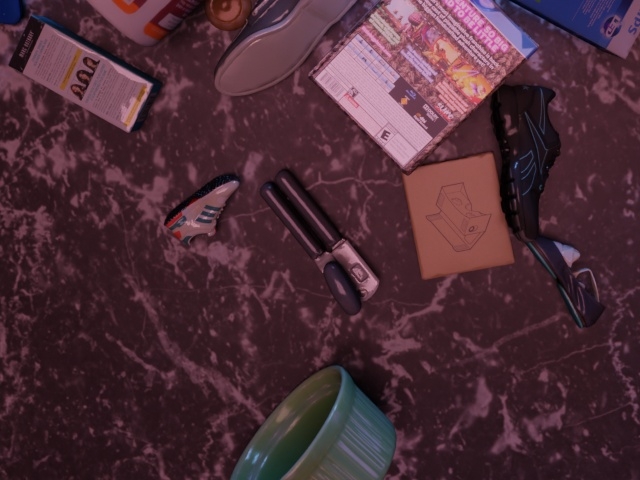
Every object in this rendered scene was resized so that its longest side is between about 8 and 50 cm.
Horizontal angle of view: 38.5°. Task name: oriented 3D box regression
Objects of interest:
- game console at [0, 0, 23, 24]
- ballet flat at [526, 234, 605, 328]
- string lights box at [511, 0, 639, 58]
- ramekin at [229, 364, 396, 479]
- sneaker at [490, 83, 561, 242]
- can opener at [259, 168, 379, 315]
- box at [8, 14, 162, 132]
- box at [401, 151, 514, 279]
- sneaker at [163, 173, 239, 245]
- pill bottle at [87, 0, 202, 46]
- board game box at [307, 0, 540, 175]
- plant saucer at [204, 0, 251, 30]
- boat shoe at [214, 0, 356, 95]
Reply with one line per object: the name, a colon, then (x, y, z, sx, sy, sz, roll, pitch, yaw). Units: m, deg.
game console: (-0.636, -0.549, 1.599, 0.293, 0.173, 0.250, 14, 134, 4)
ballet flat: (0.426, 0.055, 1.581, 0.074, 0.074, 0.203, -33, 97, 12)
string lights box: (0.397, -0.402, 1.440, 0.260, 0.077, 0.133, 22, 104, -20)
ramekin: (-0.009, 0.379, 1.585, 0.148, 0.303, 0.303, 42, 103, -11)
sneaker: (0.351, -0.131, 1.524, 0.106, 0.101, 0.267, -5, 91, -3)
can opener: (0.000, 0.000, 1.611, 0.074, 0.093, 0.280, -37, 91, 13)
box: (-0.411, -0.291, 1.607, 0.244, 0.060, 0.100, 30, 103, 0)
box: (0.240, -0.043, 1.605, 0.164, 0.021, 0.201, -11, 99, 8)
sneaker: (-0.199, -0.053, 1.643, 0.161, 0.057, 0.075, -34, 113, 11)
pill bottle: (-0.208, -0.517, 1.455, 0.392, 0.224, 0.224, -40, 95, 12)
board game box: (0.165, -0.293, 1.500, 0.232, 0.141, 0.291, 45, 103, -4)
plant saucer: (-0.161, -0.403, 1.579, 0.083, 0.015, 0.083, 1, 101, 6)
boat shoe: (-0.062, -0.371, 1.551, 0.319, 0.116, 0.099, -40, 52, 19)
